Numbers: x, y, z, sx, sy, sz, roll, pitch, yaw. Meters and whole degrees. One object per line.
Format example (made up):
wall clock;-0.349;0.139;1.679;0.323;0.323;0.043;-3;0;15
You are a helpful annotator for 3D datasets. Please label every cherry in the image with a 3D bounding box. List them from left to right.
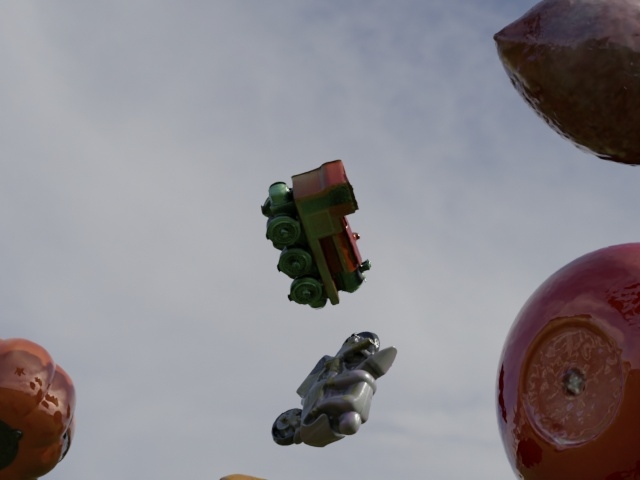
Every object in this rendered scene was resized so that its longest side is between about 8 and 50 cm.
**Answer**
cherry;0.296;-0.175;1.230;0.250;0.192;0.175;17;-28;-5

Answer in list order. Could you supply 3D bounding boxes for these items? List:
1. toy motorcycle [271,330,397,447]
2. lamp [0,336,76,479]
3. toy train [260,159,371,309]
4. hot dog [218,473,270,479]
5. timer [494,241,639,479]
toy motorcycle;0.028;0.233;1.765;0.073;0.225;0.152;50;-12;-31
lamp;-0.382;0.201;1.408;0.188;0.164;0.187;-2;-65;-3
toy train;0.000;0.000;1.414;0.118;0.074;0.176;-17;-59;5
hot dog;-0.054;0.369;1.559;0.068;0.100;0.249;-12;-25;32
timer;0.389;0.189;1.443;0.279;0.378;0.378;15;-31;-36
